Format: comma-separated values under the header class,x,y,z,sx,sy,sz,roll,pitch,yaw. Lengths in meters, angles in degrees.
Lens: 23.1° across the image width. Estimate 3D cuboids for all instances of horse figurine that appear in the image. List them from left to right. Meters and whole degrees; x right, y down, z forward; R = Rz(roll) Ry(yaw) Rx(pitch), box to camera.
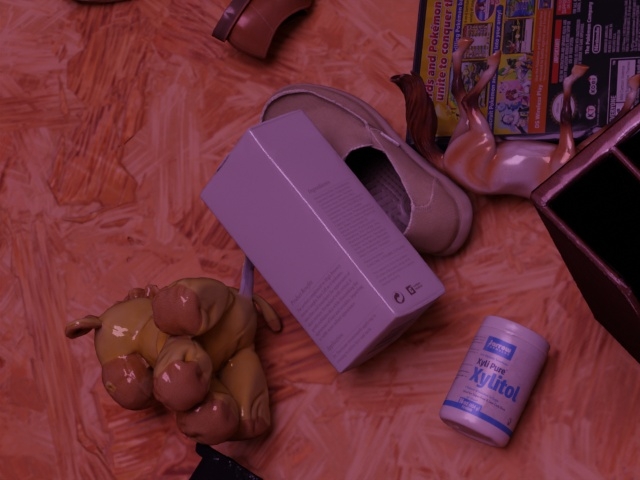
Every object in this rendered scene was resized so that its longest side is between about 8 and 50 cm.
class,x,y,z,sx,sy,sz,roll,pitch,yaw
horse figurine,0.193,-0.095,1.510,0.263,0.066,0.174,14,107,14

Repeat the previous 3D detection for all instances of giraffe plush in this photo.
class,x,y,z,sx,sy,sz,roll,pitch,yaw
giraffe plush,-0.154,0.103,1.534,0.170,0.181,0.210,-10,48,25

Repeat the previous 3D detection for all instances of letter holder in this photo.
class,x,y,z,sx,sy,sz,roll,pitch,yaw
letter holder,0.325,0.042,1.298,0.152,0.302,0.214,-40,61,1

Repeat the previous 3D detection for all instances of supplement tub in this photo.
class,x,y,z,sx,sy,sz,roll,pitch,yaw
supplement tub,0.162,0.132,1.454,0.071,0.071,0.107,20,77,27

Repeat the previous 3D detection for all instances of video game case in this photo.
class,x,y,z,sx,sy,sz,roll,pitch,yaw
video game case,0.221,-0.220,1.601,0.248,0.035,0.275,-1,69,20

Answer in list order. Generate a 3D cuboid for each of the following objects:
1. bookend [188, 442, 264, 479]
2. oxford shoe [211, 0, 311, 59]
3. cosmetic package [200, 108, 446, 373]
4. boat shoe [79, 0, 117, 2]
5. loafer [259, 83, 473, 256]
class,x,y,z,sx,sy,sz,roll,pitch,yaw
bookend,-0.084,0.299,1.476,0.156,0.072,0.157,27,81,29
oxford shoe,-0.033,-0.288,1.717,0.076,0.076,0.212,33,77,-2
cosmetic package,0.000,0.000,1.500,0.231,0.085,0.117,53,135,11
boat shoe,-0.169,-0.389,1.756,0.355,0.130,0.132,-25,60,16
loafer,0.033,-0.078,1.564,0.268,0.092,0.102,34,107,28
